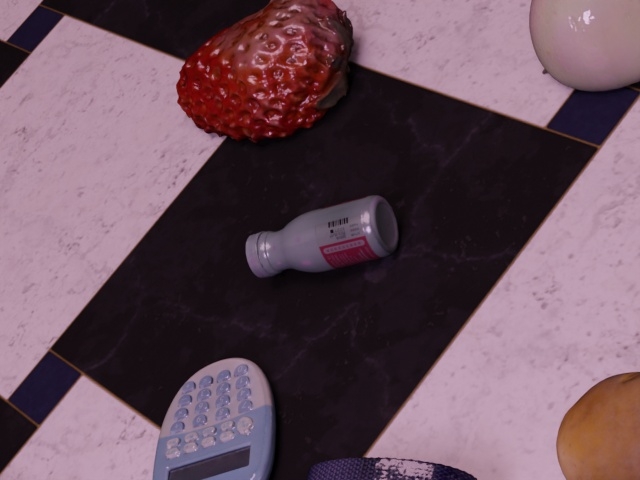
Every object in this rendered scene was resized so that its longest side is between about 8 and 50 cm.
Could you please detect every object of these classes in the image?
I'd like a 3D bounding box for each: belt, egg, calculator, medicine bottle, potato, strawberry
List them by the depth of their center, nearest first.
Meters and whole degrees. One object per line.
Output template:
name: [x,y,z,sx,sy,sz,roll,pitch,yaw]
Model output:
potato: [0.372,0.218,1.685,0.234,0.146,0.150,-4,23,34]
belt: [0.079,0.336,1.792,0.230,0.139,0.126,-4,56,30]
calculator: [-0.145,0.288,2.060,0.188,0.042,0.302,-18,46,21]
egg: [0.406,-0.339,2.109,0.271,0.162,0.206,-29,42,14]
medicine bottle: [0.000,0.000,2.165,0.217,0.090,0.090,-14,48,27]
strawberry: [-0.108,-0.292,2.453,0.336,0.149,0.265,-11,51,30]
